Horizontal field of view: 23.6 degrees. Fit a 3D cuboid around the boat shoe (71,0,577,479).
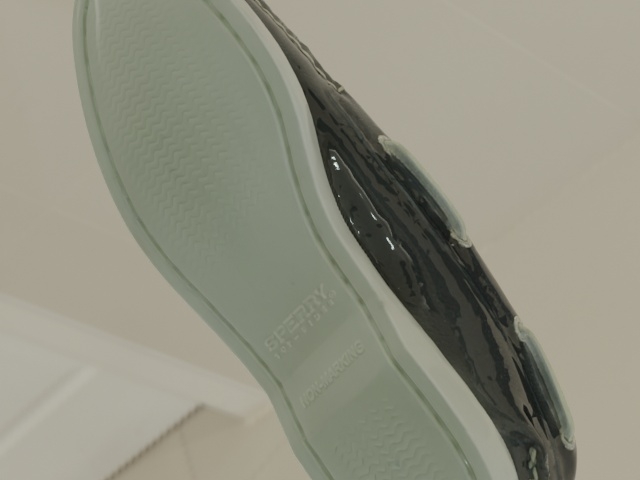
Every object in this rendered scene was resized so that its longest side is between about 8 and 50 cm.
[{"bbox_3d":[0.000,0.000,0.652,0.114,0.091,0.302,-34,81,37],"label":"boat shoe"}]
